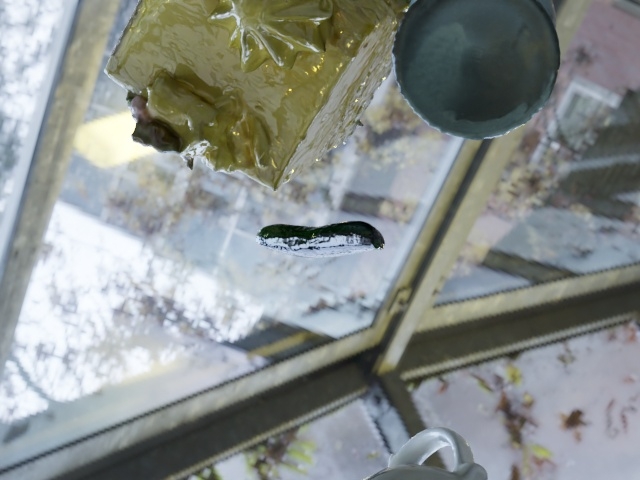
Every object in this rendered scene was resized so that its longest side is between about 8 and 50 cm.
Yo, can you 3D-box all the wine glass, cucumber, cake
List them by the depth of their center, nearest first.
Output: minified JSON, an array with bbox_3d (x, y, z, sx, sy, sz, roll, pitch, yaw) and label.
[{"bbox_3d":[0.109,-0.147,0.842,0.103,0.103,0.231,23,-159,0],"label":"wine glass"},{"bbox_3d":[0.000,0.000,1.113,0.036,0.184,0.033,40,-115,-32],"label":"cucumber"},{"bbox_3d":[-0.061,-0.200,1.193,0.222,0.227,0.286,36,-150,9],"label":"cake"}]

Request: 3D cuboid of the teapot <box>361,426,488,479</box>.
[{"bbox_3d":[0.089,0.295,1.099,0.208,0.166,0.299,29,-139,-12],"label":"teapot"}]
